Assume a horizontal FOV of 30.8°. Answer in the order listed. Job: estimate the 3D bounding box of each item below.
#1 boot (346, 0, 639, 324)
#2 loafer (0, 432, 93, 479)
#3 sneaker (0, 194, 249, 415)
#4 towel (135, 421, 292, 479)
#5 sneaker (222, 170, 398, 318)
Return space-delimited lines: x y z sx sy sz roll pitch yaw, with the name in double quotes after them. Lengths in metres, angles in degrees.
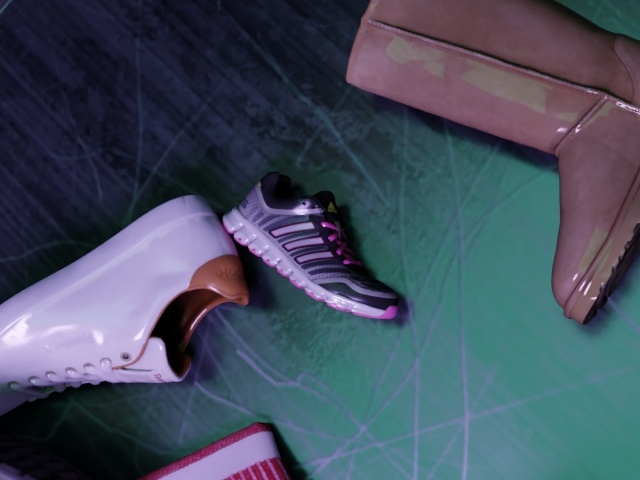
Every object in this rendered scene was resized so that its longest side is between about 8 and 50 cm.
0.141 -0.089 0.907 0.269 0.089 0.236 25 78 20 "boot"
-0.332 0.201 0.912 0.366 0.134 0.130 17 84 10 "loafer"
-0.189 0.089 0.963 0.290 0.106 0.123 -36 70 7 "sneaker"
-0.095 0.321 0.871 0.237 0.037 0.329 -25 56 4 "towel"
0.000 0.000 0.942 0.170 0.063 0.075 34 98 24 "sneaker"
